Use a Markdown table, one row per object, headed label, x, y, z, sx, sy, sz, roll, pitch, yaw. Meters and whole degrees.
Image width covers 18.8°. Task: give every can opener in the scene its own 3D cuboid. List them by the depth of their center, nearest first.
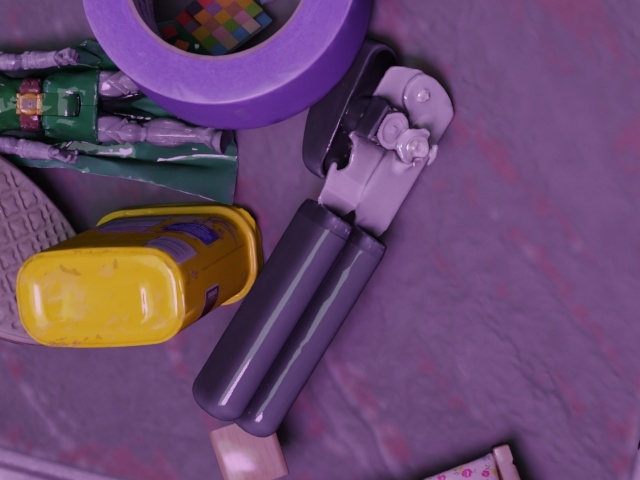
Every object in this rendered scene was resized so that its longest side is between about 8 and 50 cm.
| label | x | y | z | sx | sy | sz | roll | pitch | yaw |
| --- | --- | --- | --- | --- | --- | --- | --- | --- | --- |
| can opener | 0.000 | 0.000 | 1.329 | 0.093 | 0.074 | 0.280 | 25 | 87 | 48 |

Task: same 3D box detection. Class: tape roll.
| label | x | y | z | sx | sy | sz | roll | pitch | yaw |
| --- | --- | --- | --- | --- | --- | --- | --- | --- | --- |
| tape roll | -0.062 | -0.174 | 1.298 | 0.189 | 0.080 | 0.189 | -2 | 80 | 8 |

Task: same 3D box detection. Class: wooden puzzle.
| label | x | y | z | sx | sy | sz | roll | pitch | yaw |
| --- | --- | --- | --- | --- | --- | --- | --- | --- | --- |
| wooden puzzle | -0.069 | -0.154 | 1.351 | 0.083 | 0.006 | 0.049 | -39 | 66 | -14 |

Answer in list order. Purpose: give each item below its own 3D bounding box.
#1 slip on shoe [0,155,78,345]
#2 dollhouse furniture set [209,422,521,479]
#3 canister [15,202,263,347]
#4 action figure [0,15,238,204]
| label | x | y | z | sx | sy | sz | roll | pitch | yaw |
| --- | --- | --- | --- | --- | --- | --- | --- | --- | --- |
| slip on shoe | -0.308 | -0.026 | 1.366 | 0.331 | 0.101 | 0.123 | 28 | 70 | -22 |
| dollhouse furniture set | 0.121 | 0.244 | 1.284 | 0.303 | 0.174 | 0.355 | -20 | 85 | 0 |
| canister | -0.123 | 0.023 | 1.332 | 0.126 | 0.170 | 0.073 | -2 | 99 | 16 |
| action figure | -0.177 | -0.096 | 1.381 | 0.232 | 0.063 | 0.137 | 1 | 89 | 11 |
